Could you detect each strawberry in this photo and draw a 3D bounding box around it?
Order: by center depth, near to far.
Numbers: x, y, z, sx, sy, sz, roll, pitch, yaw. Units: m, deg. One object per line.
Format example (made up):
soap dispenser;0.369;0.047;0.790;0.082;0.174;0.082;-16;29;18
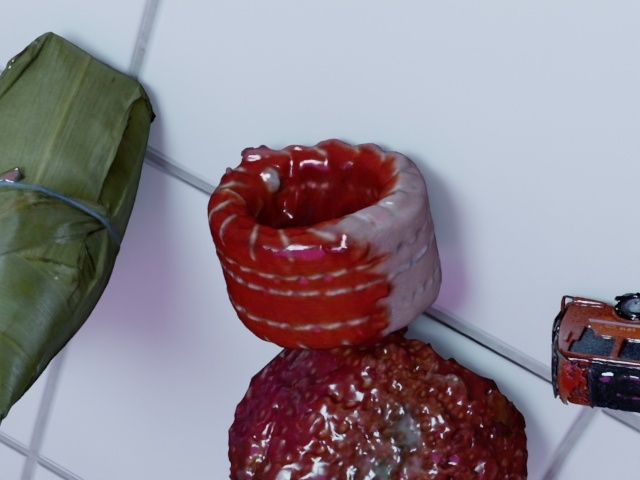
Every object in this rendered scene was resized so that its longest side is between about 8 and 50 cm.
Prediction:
strawberry;0.037;0.210;1.370;0.274;0.220;0.274;16;127;22

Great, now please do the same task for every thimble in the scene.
thimble;0.004;0.003;1.269;0.189;0.163;0.125;5;127;26

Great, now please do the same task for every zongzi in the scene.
zongzi;-0.294;0.066;1.341;0.174;0.393;0.356;20;140;-17

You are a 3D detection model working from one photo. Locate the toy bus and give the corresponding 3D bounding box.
toy bus;0.299;0.101;1.228;0.234;0.096;0.074;5;123;24
